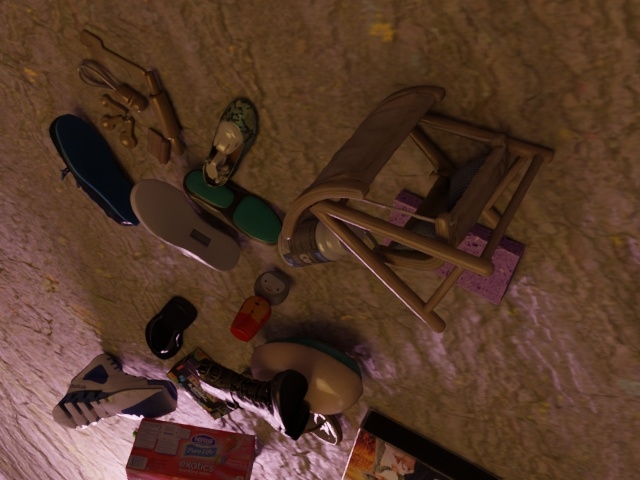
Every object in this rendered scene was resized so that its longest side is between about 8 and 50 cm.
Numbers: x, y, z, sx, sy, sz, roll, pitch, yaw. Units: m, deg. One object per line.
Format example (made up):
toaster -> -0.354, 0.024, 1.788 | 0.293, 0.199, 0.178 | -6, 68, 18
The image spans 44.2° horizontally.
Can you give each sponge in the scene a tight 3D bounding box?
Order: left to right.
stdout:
sponge -> 0.203, 0.011, 1.229 | 0.210, 0.031, 0.117 | 27, 140, 14

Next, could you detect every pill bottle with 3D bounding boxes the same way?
pill bottle -> 0.000, 0.000, 1.335 | 0.137, 0.078, 0.078 | -12, 120, 44

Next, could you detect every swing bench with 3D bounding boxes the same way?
swing bench -> 0.127, -0.064, 1.041 | 0.255, 0.253, 0.165 | 33, 140, 5

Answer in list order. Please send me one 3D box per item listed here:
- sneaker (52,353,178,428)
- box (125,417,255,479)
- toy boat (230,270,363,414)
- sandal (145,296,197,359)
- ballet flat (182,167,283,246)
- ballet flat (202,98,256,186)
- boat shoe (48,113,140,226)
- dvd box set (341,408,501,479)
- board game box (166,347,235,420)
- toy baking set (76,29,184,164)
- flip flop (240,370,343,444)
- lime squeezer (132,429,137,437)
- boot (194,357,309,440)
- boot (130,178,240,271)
sneaker -> -0.534, 0.374, 2.069 | 0.315, 0.182, 0.127 | -8, 130, 6
box -> -0.325, 0.568, 2.002 | 0.300, 0.154, 0.142 | 8, 137, 1
toy boat -> -0.047, 0.209, 1.543 | 0.267, 0.148, 0.318 | -2, 134, 44
sandal -> -0.361, 0.209, 1.828 | 0.097, 0.054, 0.254 | 36, 141, 2
ballet flat -> -0.152, -0.058, 1.418 | 0.213, 0.072, 0.068 | 34, 168, 6
ballet flat -> -0.156, -0.153, 1.316 | 0.070, 0.070, 0.188 | 33, 140, 6
boat shoe -> -0.450, -0.123, 1.537 | 0.089, 0.109, 0.258 | -3, 124, 43
dvd box set -> 0.194, 0.569, 1.752 | 0.308, 0.062, 0.420 | 27, 139, 14
board game box -> -0.275, 0.349, 1.904 | 0.170, 0.048, 0.141 | 44, 142, -7
toy baking set -> -0.342, -0.243, 1.396 | 0.197, 0.030, 0.256 | 12, 134, 28
flip flop -> -0.077, 0.385, 1.763 | 0.277, 0.080, 0.112 | 27, 140, 13
lime squeezer -> -0.434, 0.679, 2.353 | 0.310, 0.059, 0.110 | 27, 109, 16
boot -> -0.141, 0.285, 1.502 | 0.229, 0.091, 0.263 | 23, 150, 17
boot -> -0.270, -0.027, 1.455 | 0.123, 0.095, 0.258 | 12, 155, 48
